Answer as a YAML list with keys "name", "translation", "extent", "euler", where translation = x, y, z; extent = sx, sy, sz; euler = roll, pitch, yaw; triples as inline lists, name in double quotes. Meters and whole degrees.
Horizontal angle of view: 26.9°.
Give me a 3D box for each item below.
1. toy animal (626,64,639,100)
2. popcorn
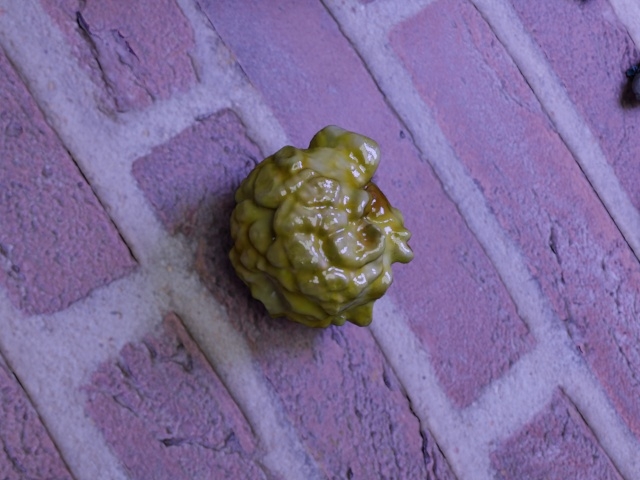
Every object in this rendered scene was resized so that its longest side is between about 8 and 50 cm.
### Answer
- name: "toy animal"
  translation: [0.535, -0.273, 1.922]
  extent: [0.253, 0.079, 0.070]
  euler: [-34, 94, -26]
- name: "popcorn"
  translation: [0.007, -0.009, 1.584]
  extent: [0.235, 0.181, 0.216]
  euler: [44, 65, -19]
